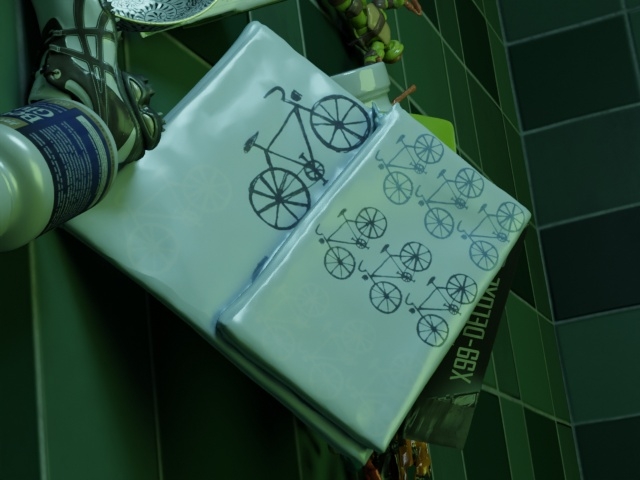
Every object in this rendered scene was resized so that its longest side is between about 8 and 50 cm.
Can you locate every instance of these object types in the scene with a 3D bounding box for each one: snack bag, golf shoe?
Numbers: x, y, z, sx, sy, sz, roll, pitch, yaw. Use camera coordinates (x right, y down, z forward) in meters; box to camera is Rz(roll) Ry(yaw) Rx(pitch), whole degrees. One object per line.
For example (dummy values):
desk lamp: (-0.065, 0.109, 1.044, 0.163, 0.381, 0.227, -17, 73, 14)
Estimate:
snack bag: (-0.008, -0.022, 1.119, 0.342, 0.037, 0.323, 39, 57, 0)
golf shoe: (-0.210, -0.151, 1.040, 0.094, 0.077, 0.198, -21, 75, -38)

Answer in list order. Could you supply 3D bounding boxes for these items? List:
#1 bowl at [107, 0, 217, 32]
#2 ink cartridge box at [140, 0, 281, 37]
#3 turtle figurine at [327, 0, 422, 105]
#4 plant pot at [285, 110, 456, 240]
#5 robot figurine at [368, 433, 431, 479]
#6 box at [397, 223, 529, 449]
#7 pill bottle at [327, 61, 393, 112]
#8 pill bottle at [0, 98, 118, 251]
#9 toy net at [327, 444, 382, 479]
bowl: (-0.175, -0.254, 1.157, 0.170, 0.080, 0.170, 9, 65, -20)
ink cartridge box: (-0.146, -0.322, 1.318, 0.255, 0.097, 0.189, -26, 104, -42)
turtle figurine: (0.073, -0.350, 1.923, 0.217, 0.087, 0.270, 50, 41, -38)
plant pot: (0.000, 0.000, 1.264, 0.207, 0.227, 0.228, 13, 56, -22)
robot figurine: (0.100, 0.269, 1.563, 0.211, 0.085, 0.291, 68, 14, -57)
box: (0.099, 0.066, 1.374, 0.307, 0.076, 0.242, -150, -105, -70)
pill bottle: (0.056, -0.077, 1.590, 0.162, 0.162, 0.278, -36, 112, -69)
pill bottle: (-0.224, -0.046, 0.911, 0.169, 0.094, 0.094, -45, 119, -67)
toy net: (0.016, 0.236, 1.406, 0.232, 0.045, 0.122, 66, -16, 2)
